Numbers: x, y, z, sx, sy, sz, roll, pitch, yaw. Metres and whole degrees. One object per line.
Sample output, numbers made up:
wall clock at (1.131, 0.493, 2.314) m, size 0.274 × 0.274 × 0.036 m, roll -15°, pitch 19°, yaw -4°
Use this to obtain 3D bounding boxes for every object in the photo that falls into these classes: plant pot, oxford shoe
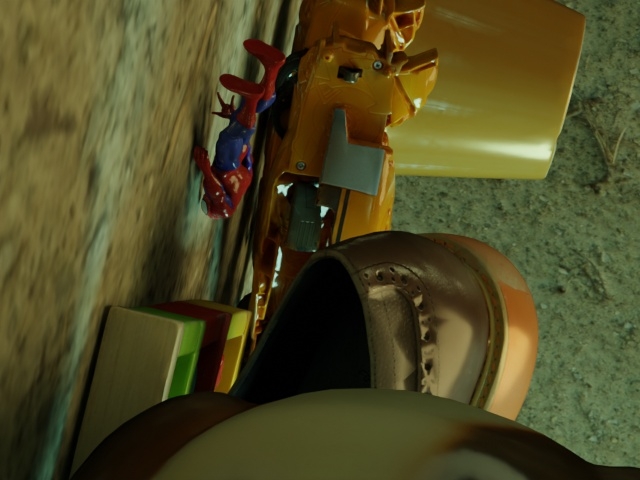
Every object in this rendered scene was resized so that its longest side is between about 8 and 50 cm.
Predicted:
plant pot at (0.094, -0.129, 1.096) m, size 0.205 × 0.188 × 0.205 m, roll 14°, pitch 90°, yaw -86°
oxford shoe at (-0.031, 0.159, 0.661) m, size 0.133 × 0.130 × 0.363 m, roll 9°, pitch 103°, yaw -54°

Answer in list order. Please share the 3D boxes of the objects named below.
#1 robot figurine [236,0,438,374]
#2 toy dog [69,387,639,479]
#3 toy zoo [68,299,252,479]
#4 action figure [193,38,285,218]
robot figurine at (0.000, 0.000, 0.850) m, size 0.211 × 0.085 × 0.291 m, roll -90°, pitch -171°, yaw -62°
toy dog at (0.013, 0.251, 0.467) m, size 0.395 × 0.285 × 0.408 m, roll -17°, pitch 115°, yaw -64°
toy zoo at (-0.079, 0.124, 0.685) m, size 0.293 × 0.030 × 0.192 m, roll 18°, pitch 86°, yaw -86°
action figure at (-0.041, -0.044, 0.659) m, size 0.115 × 0.030 × 0.038 m, roll 106°, pitch 6°, yaw -54°
